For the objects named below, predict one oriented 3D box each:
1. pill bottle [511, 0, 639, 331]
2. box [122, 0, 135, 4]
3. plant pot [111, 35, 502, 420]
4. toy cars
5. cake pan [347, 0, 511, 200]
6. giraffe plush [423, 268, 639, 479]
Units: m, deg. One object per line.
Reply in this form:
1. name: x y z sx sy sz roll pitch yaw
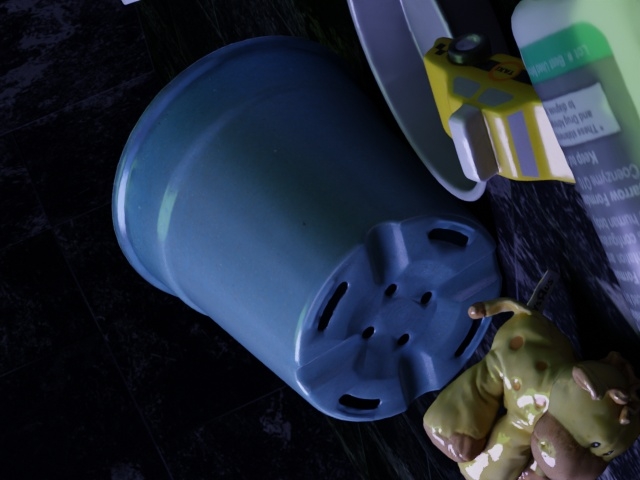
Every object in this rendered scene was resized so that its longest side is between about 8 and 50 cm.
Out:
1. pill bottle: 0.249 0.012 0.794 0.204 0.204 0.361 175 72 -79
2. box: -0.110 -0.348 1.724 0.127 0.231 0.262 68 169 -11
3. plant pot: 0.000 0.000 1.783 0.334 0.341 0.341 43 156 45
4. toy cars: 0.073 -0.168 1.318 0.394 0.087 0.176 48 154 10
5. cake pan: 0.102 -0.179 1.526 0.293 0.054 0.293 62 169 22
6. giraffe plush: 0.221 0.151 1.486 0.170 0.181 0.210 33 113 54
